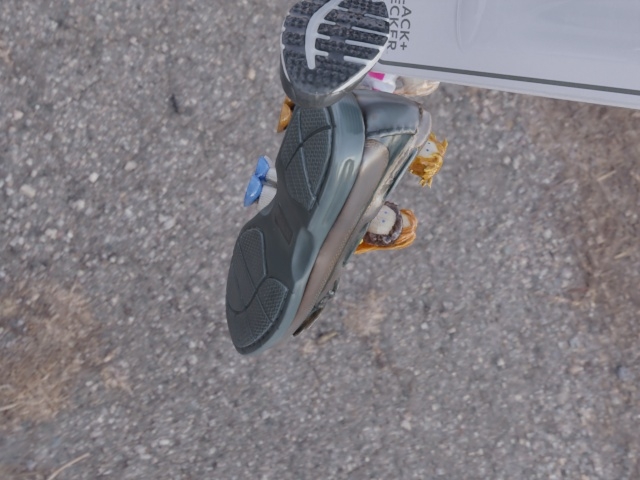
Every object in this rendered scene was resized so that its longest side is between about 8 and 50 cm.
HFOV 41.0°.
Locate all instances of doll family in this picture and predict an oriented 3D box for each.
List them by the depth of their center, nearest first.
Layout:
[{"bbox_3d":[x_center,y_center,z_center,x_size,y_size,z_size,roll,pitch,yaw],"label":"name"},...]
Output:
[{"bbox_3d":[0.034,-0.078,0.808,0.163,0.118,0.263,18,62,-1],"label":"doll family"}]

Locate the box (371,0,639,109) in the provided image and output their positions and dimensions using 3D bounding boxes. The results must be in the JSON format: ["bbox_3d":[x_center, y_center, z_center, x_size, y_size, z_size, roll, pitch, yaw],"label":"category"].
[{"bbox_3d":[0.169,-0.148,0.411,0.087,0.290,0.169,-15,113,-48],"label":"box"}]

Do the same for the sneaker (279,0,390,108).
[{"bbox_3d":[0.008,-0.085,0.352,0.040,0.043,0.109,19,47,1],"label":"sneaker"}]

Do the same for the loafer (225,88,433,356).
[{"bbox_3d":[0.000,0.000,0.620,0.084,0.267,0.096,-4,55,-26],"label":"loafer"}]
